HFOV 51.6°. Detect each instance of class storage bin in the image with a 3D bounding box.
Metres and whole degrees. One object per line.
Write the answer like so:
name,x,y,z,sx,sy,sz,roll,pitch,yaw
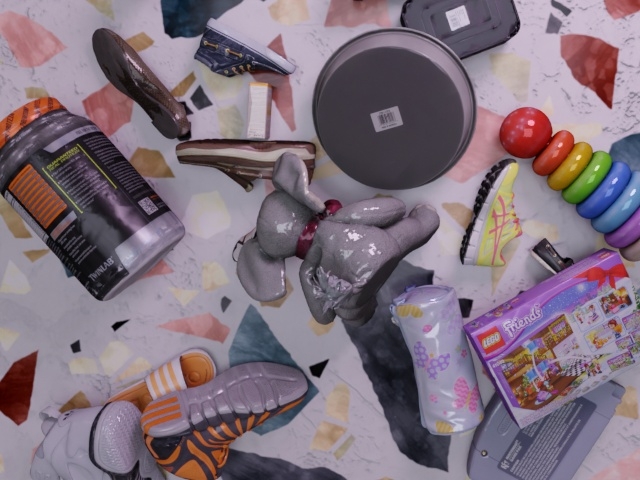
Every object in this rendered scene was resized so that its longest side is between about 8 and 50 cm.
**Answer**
storage bin,0.237,-0.377,1.141,0.180,0.084,0.122,-20,97,7

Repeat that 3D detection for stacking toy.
stacking toy,0.451,-0.110,1.146,0.330,0.141,0.141,36,100,4

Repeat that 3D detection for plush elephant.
plush elephant,0.000,0.000,1.144,0.255,0.330,0.272,40,111,18

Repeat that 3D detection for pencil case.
pencil case,0.217,0.218,1.218,0.124,0.113,0.273,-20,99,-21

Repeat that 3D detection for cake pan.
cake pan,0.121,-0.214,1.144,0.293,0.054,0.293,6,118,12

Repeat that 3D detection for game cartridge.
game cartridge,0.413,0.356,1.257,0.198,0.062,0.297,29,100,4

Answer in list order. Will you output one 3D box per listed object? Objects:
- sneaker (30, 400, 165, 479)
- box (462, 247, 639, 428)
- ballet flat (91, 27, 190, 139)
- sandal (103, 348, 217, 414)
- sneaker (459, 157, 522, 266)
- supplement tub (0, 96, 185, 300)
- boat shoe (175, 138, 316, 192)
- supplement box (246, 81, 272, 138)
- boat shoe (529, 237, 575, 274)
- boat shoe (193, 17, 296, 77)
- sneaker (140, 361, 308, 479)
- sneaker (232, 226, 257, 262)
sneaker,-0.436,0.477,1.317,0.210,0.137,0.366,-1,111,19
box,0.427,0.171,1.167,0.293,0.057,0.201,-29,99,1
ballet flat,-0.327,-0.292,1.225,0.250,0.058,0.084,48,135,2
sandal,-0.323,0.312,1.304,0.265,0.076,0.102,-30,95,9
sneaker,0.324,-0.045,1.191,0.094,0.081,0.209,16,111,2
supplement tub,-0.424,-0.076,1.187,0.207,0.207,0.338,-40,93,10
boat shoe,-0.138,-0.134,1.210,0.257,0.095,0.095,2,105,5
supplement box,-0.111,-0.235,1.206,0.036,0.062,0.099,5,99,4
boat shoe,0.445,0.051,1.206,0.133,0.049,0.042,43,108,2
boat shoe,-0.137,-0.323,1.197,0.183,0.065,0.083,29,102,7
sneaker,-0.175,0.355,1.287,0.320,0.125,0.180,-13,123,-9
sneaker,-0.130,0.001,1.255,0.040,0.044,0.109,43,102,-4
